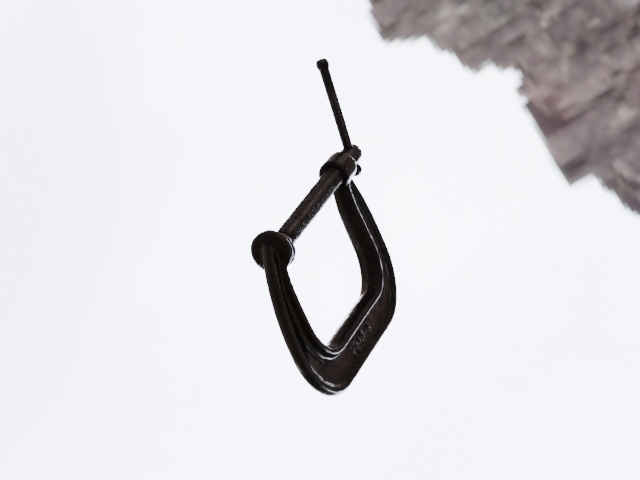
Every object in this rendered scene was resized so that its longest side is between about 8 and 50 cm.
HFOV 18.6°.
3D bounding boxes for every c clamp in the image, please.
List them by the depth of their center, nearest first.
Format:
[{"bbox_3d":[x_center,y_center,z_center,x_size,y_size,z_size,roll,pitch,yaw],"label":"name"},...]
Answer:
[{"bbox_3d":[0.000,0.000,1.014,0.022,0.137,0.161,-14,-155,25],"label":"c clamp"}]
